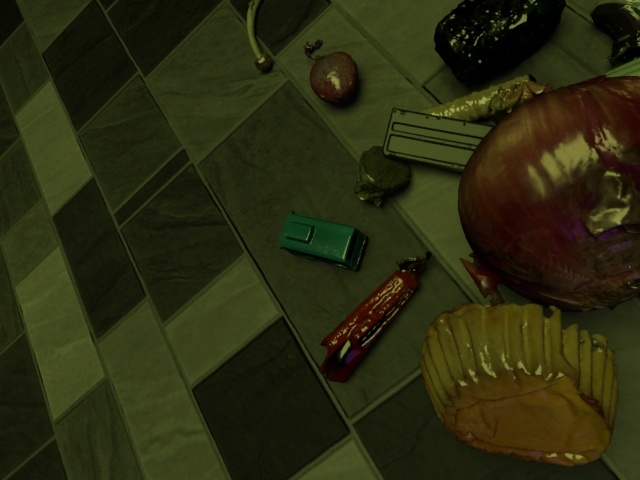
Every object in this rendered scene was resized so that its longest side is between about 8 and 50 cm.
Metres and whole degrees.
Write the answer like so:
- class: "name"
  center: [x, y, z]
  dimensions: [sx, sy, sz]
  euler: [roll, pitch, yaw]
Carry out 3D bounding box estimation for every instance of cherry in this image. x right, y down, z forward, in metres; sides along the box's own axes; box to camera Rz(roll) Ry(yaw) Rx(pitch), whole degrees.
- class: "cherry"
  center: [0.021, -0.383, 1.071]
  dimensions: [0.107, 0.090, 0.225]
  euler: [-33, 54, 27]

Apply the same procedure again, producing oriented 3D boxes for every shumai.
- class: "shumai"
  center: [0.111, -0.119, 0.957]
  dimensions: [0.099, 0.123, 0.087]
  euler: [45, 137, 10]

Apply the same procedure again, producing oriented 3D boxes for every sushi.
- class: "sushi"
  center: [0.327, -0.387, 0.901]
  dimensions: [0.225, 0.124, 0.127]
  euler: [-32, 64, 8]

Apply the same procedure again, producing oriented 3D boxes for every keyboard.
- class: "keyboard"
  center: [0.302, -0.162, 0.876]
  dimensions: [0.381, 0.041, 0.103]
  euler: [16, 94, 22]

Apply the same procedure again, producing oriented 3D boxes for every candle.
- class: "candle"
  center: [0.101, 0.136, 0.893]
  dimensions: [0.084, 0.059, 0.302]
  euler: [44, 98, 17]

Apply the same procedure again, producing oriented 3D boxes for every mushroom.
- class: "mushroom"
  center: [-0.155, -0.551, 1.230]
  dimensions: [0.068, 0.043, 0.306]
  euler: [-7, 70, 5]

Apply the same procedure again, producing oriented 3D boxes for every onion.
- class: "onion"
  center: [0.350, -0.048, 0.669]
  dimensions: [0.353, 0.353, 0.354]
  euler: [-7, 72, 24]

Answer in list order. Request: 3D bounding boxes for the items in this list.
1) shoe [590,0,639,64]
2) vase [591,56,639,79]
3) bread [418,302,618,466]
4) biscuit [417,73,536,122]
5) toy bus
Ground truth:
- class: "shoe"
  center: [0.522, -0.340, 0.828]
  dimensions: [0.169, 0.071, 0.099]
  euler: [38, 96, 26]
- class: "vase"
  center: [0.547, -0.245, 0.758]
  dimensions: [0.248, 0.128, 0.128]
  euler: [-6, 72, 34]
- class: "bread"
  center: [0.266, 0.207, 0.690]
  dimensions: [0.274, 0.274, 0.149]
  euler: [1, 32, 26]
- class: "biscuit"
  center: [0.288, -0.247, 0.918]
  dimensions: [0.219, 0.061, 0.055]
  euler: [-13, 47, 19]
- class: "toy bus"
  center: [0.000, 0.000, 0.961]
  dimensions: [0.160, 0.092, 0.079]
  euler: [14, 80, 28]
